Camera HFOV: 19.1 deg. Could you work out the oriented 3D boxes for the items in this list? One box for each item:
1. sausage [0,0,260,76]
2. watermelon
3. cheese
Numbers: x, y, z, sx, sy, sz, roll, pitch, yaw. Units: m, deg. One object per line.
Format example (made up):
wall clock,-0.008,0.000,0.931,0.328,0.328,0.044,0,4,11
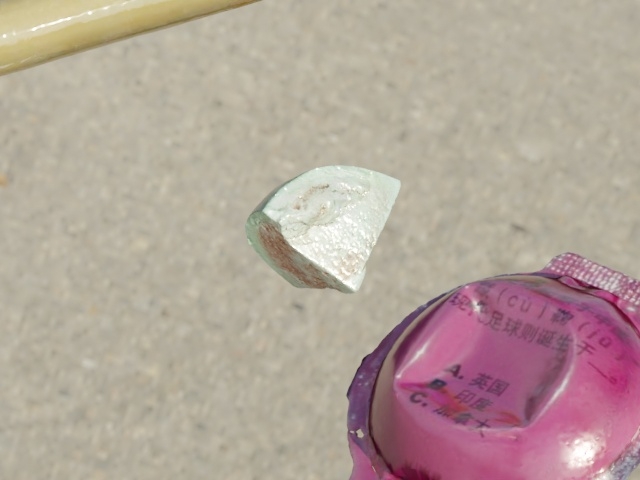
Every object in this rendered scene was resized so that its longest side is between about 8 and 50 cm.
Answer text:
sausage,-0.058,-0.074,0.584,0.132,0.024,0.024,-19,45,-19
watermelon,0.000,0.000,0.947,0.085,0.085,0.061,-13,59,-44
cheese,0.065,0.099,0.872,0.155,0.062,0.244,22,61,38
